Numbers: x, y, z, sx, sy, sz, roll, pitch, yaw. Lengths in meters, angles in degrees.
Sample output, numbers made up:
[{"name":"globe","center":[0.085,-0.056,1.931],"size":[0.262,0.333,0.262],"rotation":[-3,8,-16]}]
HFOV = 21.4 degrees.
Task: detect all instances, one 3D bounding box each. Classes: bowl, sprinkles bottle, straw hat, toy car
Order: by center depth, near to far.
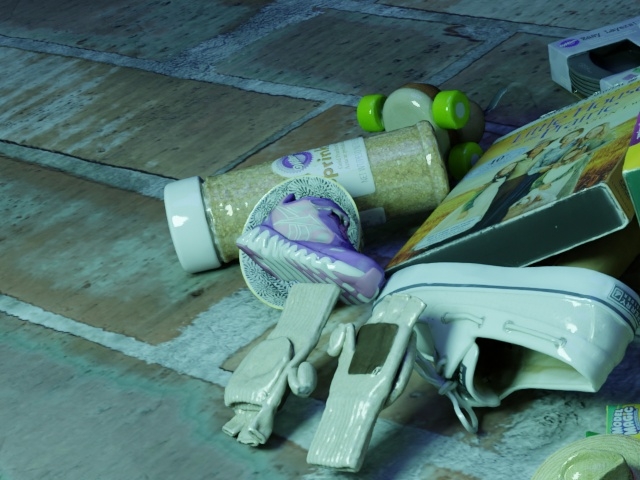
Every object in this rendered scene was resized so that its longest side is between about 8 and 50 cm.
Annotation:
[{"name":"straw hat","center":[0.254,0.223,1.568],"size":[0.144,0.061,0.144],"rotation":[-11,49,13]},{"name":"bowl","center":[-0.008,0.011,2.068],"size":[0.170,0.170,0.080],"rotation":[8,-11,32]},{"name":"sprinkles bottle","center":[-0.017,-0.056,2.167],"size":[0.355,0.121,0.121],"rotation":[-14,27,1]},{"name":"toy car","center":[0.172,-0.169,2.301],"size":[0.155,0.149,0.188],"rotation":[1,29,40]}]

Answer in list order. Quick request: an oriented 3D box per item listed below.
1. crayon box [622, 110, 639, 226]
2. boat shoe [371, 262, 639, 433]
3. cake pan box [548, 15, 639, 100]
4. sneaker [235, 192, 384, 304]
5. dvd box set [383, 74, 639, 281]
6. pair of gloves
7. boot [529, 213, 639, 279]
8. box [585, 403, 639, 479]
[{"name":"crayon box","center":[0.503,-0.144,1.780],"size":[0.313,0.106,0.363],"rotation":[-12,24,25]},{"name":"boat shoe","center":[0.167,0.122,1.773],"size":[0.367,0.136,0.156],"rotation":[-1,53,49]},{"name":"cake pan box","center":[0.488,-0.254,2.439],"size":[0.267,0.070,0.246],"rotation":[-17,26,-11]},{"name":"sneaker","center":[0.000,0.000,1.944],"size":[0.104,0.095,0.236],"rotation":[-53,34,-12]},{"name":"dvd box set","center":[0.280,-0.076,2.023],"size":[0.307,0.062,0.420],"rotation":[-23,13,34]},{"name":"pair of gloves","center":[-0.003,0.134,1.784],"size":[0.240,0.042,0.204],"rotation":[9,63,50]},{"name":"boot","center":[0.359,-0.007,1.925],"size":[0.269,0.089,0.236],"rotation":[-41,8,-39]},{"name":"box","center":[0.345,0.201,1.649],"size":[0.179,0.043,0.105],"rotation":[-7,28,13]}]
